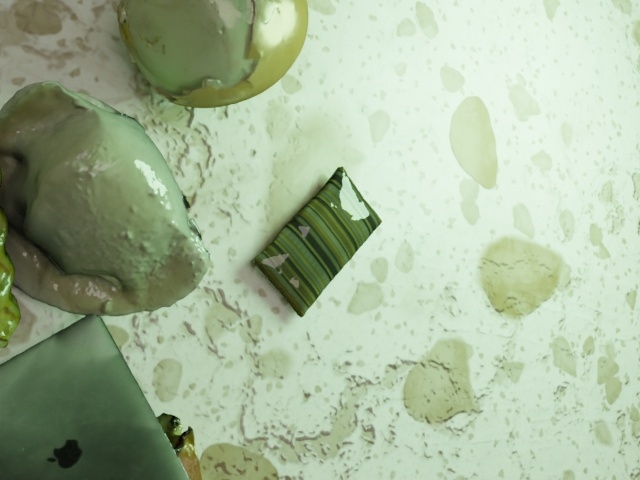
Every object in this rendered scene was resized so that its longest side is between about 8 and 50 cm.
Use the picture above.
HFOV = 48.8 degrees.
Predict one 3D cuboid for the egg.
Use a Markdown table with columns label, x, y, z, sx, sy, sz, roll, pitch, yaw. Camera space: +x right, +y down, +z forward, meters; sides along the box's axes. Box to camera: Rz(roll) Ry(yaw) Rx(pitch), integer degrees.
| label | x | y | z | sx | sy | sz | roll | pitch | yaw |
| --- | --- | --- | --- | --- | --- | --- | --- | --- | --- |
| egg | -0.120 | -0.273 | 0.876 | 0.244 | 0.201 | 0.201 | -30 | 99 | -42 |

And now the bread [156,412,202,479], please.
| label | x | y | z | sx | sy | sz | roll | pitch | yaw |
| --- | --- | --- | --- | --- | --- | --- | --- | --- | --- |
| bread | -0.207 | 0.277 | 0.787 | 0.169 | 0.140 | 0.160 | 10 | 84 | -28 |

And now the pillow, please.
| label | x | y | z | sx | sy | sz | roll | pitch | yaw |
| --- | --- | --- | --- | --- | --- | --- | --- | --- | --- |
| pillow | 0.000 | 0.000 | 1.000 | 0.203 | 0.038 | 0.113 | -48 | 110 | -26 |

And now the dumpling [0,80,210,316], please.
| label | x | y | z | sx | sy | sz | roll | pitch | yaw |
| --- | --- | --- | --- | --- | --- | --- | --- | --- | --- |
| dumpling | -0.266 | -0.027 | 0.788 | 0.227 | 0.175 | 0.243 | -37 | 76 | -1 |

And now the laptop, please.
| label | x | y | z | sx | sy | sz | roll | pitch | yaw |
| --- | --- | --- | --- | --- | --- | --- | --- | --- | --- |
| laptop | -0.259 | 0.223 | 0.729 | 0.187 | 0.015 | 0.269 | -30 | 65 | -16 |

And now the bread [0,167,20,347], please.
| label | x | y | z | sx | sy | sz | roll | pitch | yaw |
| --- | --- | --- | --- | --- | --- | --- | --- | --- | --- |
| bread | -0.366 | -0.007 | 0.720 | 0.098 | 0.087 | 0.270 | -1 | 104 | -1 |
